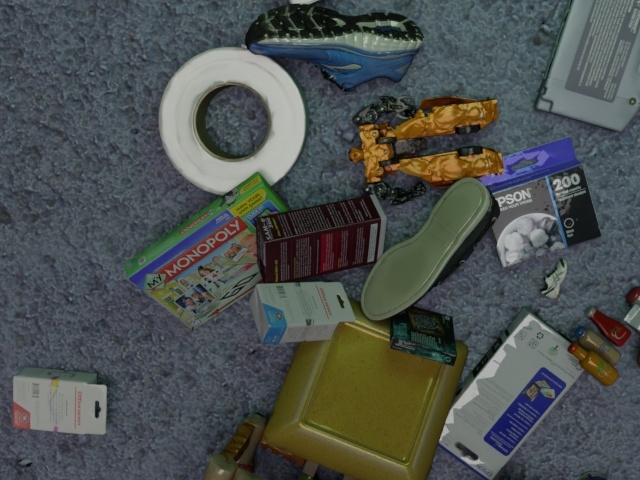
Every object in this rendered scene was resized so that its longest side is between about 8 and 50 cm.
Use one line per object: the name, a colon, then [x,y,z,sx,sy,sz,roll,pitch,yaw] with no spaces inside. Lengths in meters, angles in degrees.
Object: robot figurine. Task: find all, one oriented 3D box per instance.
robot figurine: [0.198,-0.181,1.672,0.290,0.085,0.211,-6,99,9]

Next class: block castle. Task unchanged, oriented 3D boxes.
block castle: [-0.024,0.551,1.681,0.453,0.303,0.213,24,104,7]

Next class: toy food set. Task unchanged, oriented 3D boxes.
toy food set: [0.579,0.157,1.696,0.104,0.111,0.232,38,91,-3]

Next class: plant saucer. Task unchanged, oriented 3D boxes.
plant saucer: [0.099,0.294,1.701,0.332,0.081,0.333,21,75,0]

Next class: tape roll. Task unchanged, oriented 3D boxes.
tape roll: [-0.163,-0.231,1.683,0.286,0.100,0.286,1,100,4]

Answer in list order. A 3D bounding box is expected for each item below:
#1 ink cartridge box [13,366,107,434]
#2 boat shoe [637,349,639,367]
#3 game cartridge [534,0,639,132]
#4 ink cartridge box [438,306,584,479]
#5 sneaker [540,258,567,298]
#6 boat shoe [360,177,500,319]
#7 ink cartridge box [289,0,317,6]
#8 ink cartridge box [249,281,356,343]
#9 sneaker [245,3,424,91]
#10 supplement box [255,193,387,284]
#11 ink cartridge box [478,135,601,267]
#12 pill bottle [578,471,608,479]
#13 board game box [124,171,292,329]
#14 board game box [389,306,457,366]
ink cartridge box: [-0.535,0.336,1.821,0.198,0.067,0.115,5,100,4]
boat shoe: [0.779,0.254,1.713,0.307,0.110,0.105,21,104,10]
game cartridge: [0.544,-0.365,1.641,0.198,0.062,0.297,16,100,-4]
ink cartridge box: [0.377,0.313,1.763,0.165,0.065,0.333,37,99,-3]
sneaker: [0.463,0.074,1.731,0.036,0.032,0.083,17,100,0]
boat shoe: [0.218,0.030,1.680,0.340,0.113,0.127,-54,52,13]
ink cartridge box: [-0.019,-0.550,1.625,0.148,0.086,0.203,-21,99,8]
ink cartridge box: [-0.035,0.137,1.663,0.180,0.104,0.060,0,137,-25]
sneaker: [0.022,-0.341,1.614,0.329,0.130,0.147,3,131,-14]
supplement box: [0.000,0.000,1.664,0.239,0.073,0.130,-12,139,-13]
ink cartridge box: [0.422,-0.076,1.699,0.206,0.045,0.208,-18,97,4]
pill bottle: [0.563,0.521,1.757,0.067,0.120,0.067,1,99,3]
board game box: [-0.189,0.028,1.698,0.317,0.046,0.213,-34,135,9]
board game box: [0.197,0.177,1.687,0.126,0.186,0.026,16,108,1]
